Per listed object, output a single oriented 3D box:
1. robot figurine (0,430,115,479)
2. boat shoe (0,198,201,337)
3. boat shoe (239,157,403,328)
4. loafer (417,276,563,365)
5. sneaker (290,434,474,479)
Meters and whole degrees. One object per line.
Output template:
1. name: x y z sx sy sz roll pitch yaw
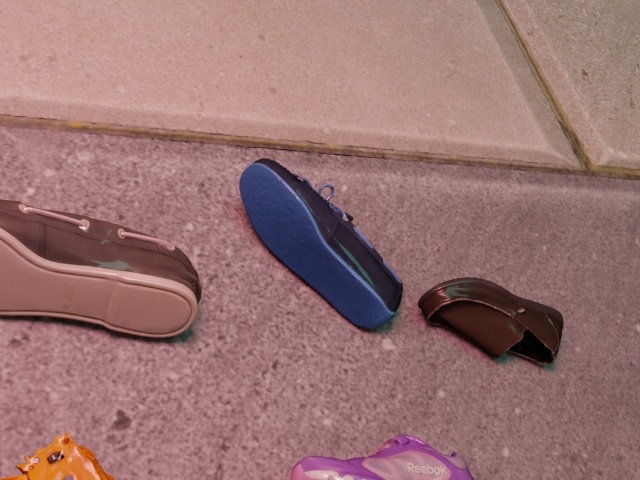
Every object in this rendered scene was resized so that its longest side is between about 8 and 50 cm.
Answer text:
1. robot figurine: -0.144 0.303 0.640 0.085 0.211 0.291 -30 67 -17
2. boat shoe: -0.288 0.019 0.843 0.335 0.112 0.095 18 31 -22
3. boat shoe: 0.000 0.000 1.021 0.258 0.109 0.089 52 40 -5
4. loafer: 0.232 0.110 1.053 0.220 0.080 0.078 14 49 -18
5. sneaker: 0.073 0.256 0.857 0.237 0.095 0.104 17 42 -22
